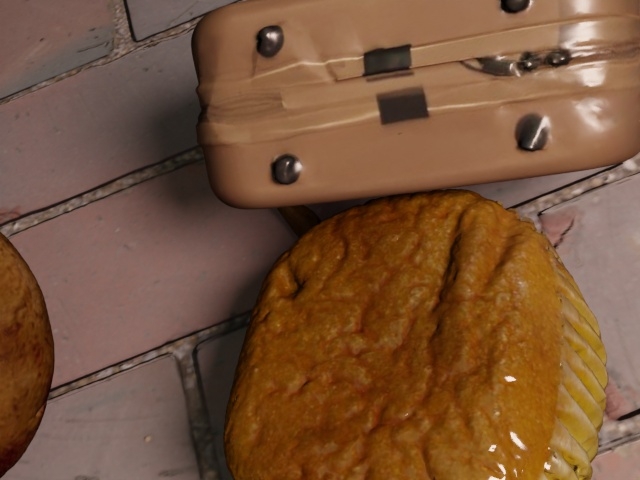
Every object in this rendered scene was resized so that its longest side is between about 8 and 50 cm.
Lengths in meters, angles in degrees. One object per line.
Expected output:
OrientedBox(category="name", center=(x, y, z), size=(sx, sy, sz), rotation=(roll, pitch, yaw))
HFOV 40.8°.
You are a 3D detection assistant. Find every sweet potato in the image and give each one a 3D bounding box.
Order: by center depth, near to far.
OrientedBox(category="sweet potato", center=(0.000, 0.000, 0.717), size=(0.026, 0.026, 0.115), rotation=(-37, 57, -10))

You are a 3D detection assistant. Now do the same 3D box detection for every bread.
OrientedBox(category="bread", center=(0.063, 0.093, 0.557), size=(0.227, 0.142, 0.253), rotation=(1, 58, 29))

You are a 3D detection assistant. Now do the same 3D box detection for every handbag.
OrientedBox(category="handbag", center=(0.079, -0.117, 0.648), size=(0.301, 0.283, 0.149), rotation=(-8, 96, 16))

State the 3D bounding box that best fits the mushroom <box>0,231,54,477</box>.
OrientedBox(category="mushroom", center=(-0.328, 0.085, 0.672), size=(0.267, 0.267, 0.254), rotation=(2, 22, 20))
